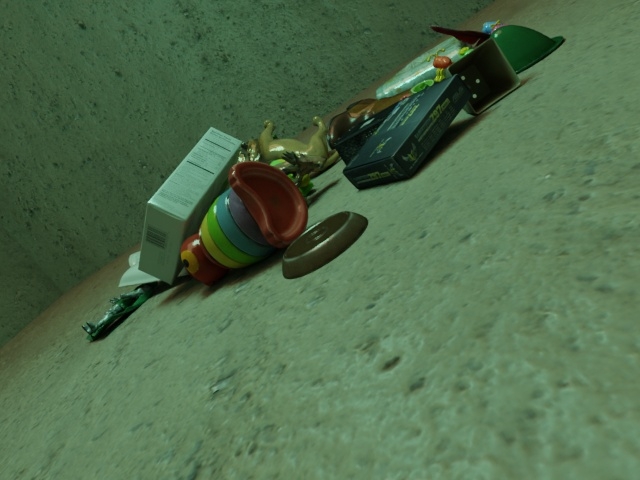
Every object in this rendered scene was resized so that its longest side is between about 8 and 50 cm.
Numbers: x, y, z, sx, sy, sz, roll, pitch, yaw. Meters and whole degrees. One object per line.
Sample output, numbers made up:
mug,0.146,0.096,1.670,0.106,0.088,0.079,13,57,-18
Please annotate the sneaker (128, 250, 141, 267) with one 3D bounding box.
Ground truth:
sneaker,-0.631,0.055,1.935,0.115,0.090,0.232,-27,17,15

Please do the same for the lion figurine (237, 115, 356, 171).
lion figurine,-0.088,-0.259,1.554,0.391,0.142,0.240,-5,42,19

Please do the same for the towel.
towel,0.378,-0.615,1.851,0.320,0.090,0.374,-27,17,30

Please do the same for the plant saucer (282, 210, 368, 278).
plant saucer,0.000,0.000,0.853,0.168,0.029,0.168,-33,14,9

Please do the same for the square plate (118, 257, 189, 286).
square plate,-0.379,0.007,1.501,0.343,0.049,0.347,-11,24,34

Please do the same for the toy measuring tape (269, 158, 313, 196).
toy measuring tape,-0.133,-0.157,1.447,0.121,0.121,0.330,-42,18,-28

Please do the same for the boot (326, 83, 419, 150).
boot,0.178,-0.392,1.661,0.280,0.096,0.264,-3,32,42

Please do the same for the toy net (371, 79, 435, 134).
toy net,0.227,-0.396,1.514,0.232,0.045,0.122,-33,33,0

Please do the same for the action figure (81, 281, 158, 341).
action figure,-0.540,0.175,1.420,0.137,0.064,0.232,-23,15,46

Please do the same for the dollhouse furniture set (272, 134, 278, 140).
dollhouse furniture set,-0.260,-0.236,1.912,0.301,0.151,0.198,-31,15,13

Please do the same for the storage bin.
storage bin,0.135,-0.249,1.234,0.180,0.084,0.122,-20,21,41

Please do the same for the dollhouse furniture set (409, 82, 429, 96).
dollhouse furniture set,0.257,-0.351,1.412,0.152,0.058,0.076,-51,19,13

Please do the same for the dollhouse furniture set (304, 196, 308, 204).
dollhouse furniture set,-0.084,-0.084,1.191,0.090,0.081,0.114,-29,16,21

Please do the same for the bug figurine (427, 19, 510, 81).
bug figurine,0.463,-0.578,1.527,0.278,0.072,0.216,-35,24,-2

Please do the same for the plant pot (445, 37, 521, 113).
plant pot,0.317,-0.323,1.047,0.109,0.109,0.096,-34,4,1

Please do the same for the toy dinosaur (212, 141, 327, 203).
toy dinosaur,-0.128,-0.115,1.237,0.200,0.127,0.296,18,76,38

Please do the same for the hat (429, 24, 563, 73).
hat,0.406,-0.473,1.150,0.208,0.184,0.173,-38,15,-12

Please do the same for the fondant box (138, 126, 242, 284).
fondant box,-0.317,-0.089,1.269,0.330,0.096,0.238,-67,3,-46

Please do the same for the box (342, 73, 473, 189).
box,0.167,-0.209,1.013,0.233,0.059,0.183,-52,20,-18

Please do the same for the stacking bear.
stacking bear,-0.176,-0.011,1.034,0.289,0.176,0.164,-35,-2,32
